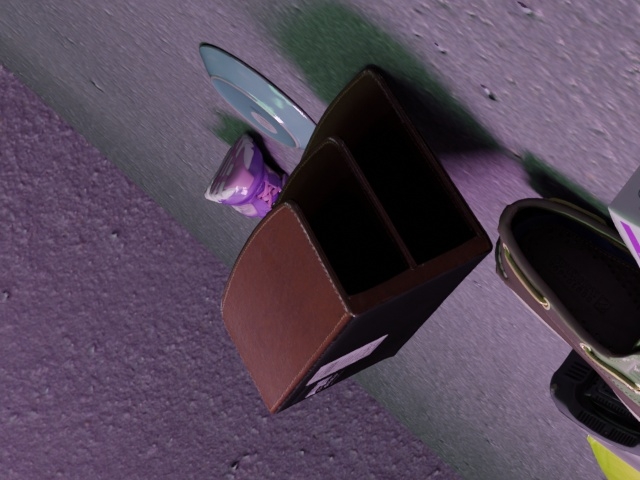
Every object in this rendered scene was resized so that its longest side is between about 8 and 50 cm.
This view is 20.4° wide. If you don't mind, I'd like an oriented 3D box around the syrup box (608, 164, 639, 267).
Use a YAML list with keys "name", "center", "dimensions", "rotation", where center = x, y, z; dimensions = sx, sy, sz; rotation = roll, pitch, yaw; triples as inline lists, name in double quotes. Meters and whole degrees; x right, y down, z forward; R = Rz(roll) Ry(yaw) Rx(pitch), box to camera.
- name: "syrup box"
  center: [0.301, 0.015, 1.082]
  dimensions: [0.237, 0.093, 0.096]
  rotation: [33, 171, 33]

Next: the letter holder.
- name: "letter holder"
  center: [0.000, 0.000, 1.657]
  dimensions: [0.214, 0.152, 0.302]
  rotation: [60, 156, 12]

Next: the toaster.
- name: "toaster"
  center: [0.333, 0.161, 1.640]
  dimensions: [0.146, 0.129, 0.227]
  rotation: [39, 171, -36]

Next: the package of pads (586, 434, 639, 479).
- name: "package of pads"
  center: [0.420, 0.276, 1.966]
  dimensions: [0.229, 0.101, 0.296]
  rotation: [34, 170, 28]

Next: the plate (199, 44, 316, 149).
- name: "plate"
  center: [-0.069, -0.152, 2.012]
  dimensions: [0.188, 0.024, 0.188]
  rotation: [37, 171, 7]

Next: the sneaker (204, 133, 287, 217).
- name: "sneaker"
  center: [-0.086, -0.073, 2.322]
  dimensions: [0.104, 0.095, 0.236]
  rotation: [32, 177, -5]

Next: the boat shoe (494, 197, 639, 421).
- name: "boat shoe"
  center: [0.276, 0.078, 1.479]
  dimensions: [0.324, 0.116, 0.097]
  rotation: [41, 177, 21]
